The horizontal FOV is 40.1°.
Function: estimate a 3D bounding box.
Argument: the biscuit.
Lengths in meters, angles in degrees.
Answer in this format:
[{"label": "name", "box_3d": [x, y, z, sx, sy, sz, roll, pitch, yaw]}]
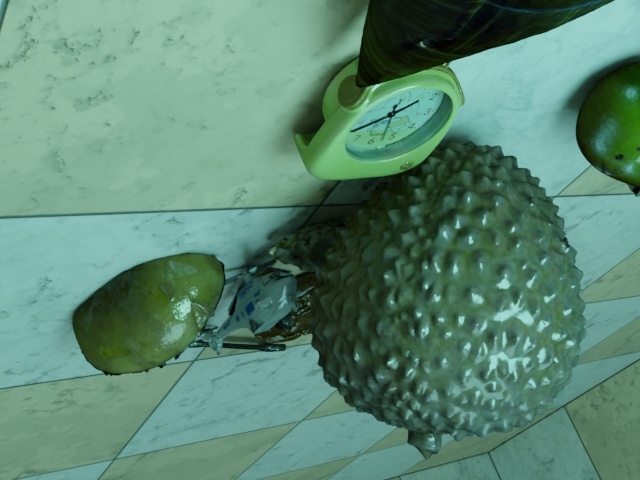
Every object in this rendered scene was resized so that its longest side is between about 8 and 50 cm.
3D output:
[{"label": "biscuit", "box_3d": [-0.021, 0.116, 1.513, 0.226, 0.042, 0.226, -19, 154, -9]}]

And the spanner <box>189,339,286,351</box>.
[{"label": "spanner", "box_3d": [-0.155, 0.187, 1.560, 0.054, 0.015, 0.254, -8, 168, 38]}]

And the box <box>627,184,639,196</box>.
[{"label": "box", "box_3d": [0.604, -0.198, 1.341, 0.198, 0.084, 0.310, -16, 155, -13]}]

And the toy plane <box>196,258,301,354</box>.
[{"label": "toy plane", "box_3d": [-0.123, 0.118, 1.352, 0.273, 0.107, 0.182, -38, 161, 28]}]

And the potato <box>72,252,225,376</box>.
[{"label": "potato", "box_3d": [-0.256, 0.111, 1.226, 0.261, 0.120, 0.100, -29, 148, 13]}]

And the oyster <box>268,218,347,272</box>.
[{"label": "oyster", "box_3d": [0.002, 0.002, 1.287, 0.148, 0.051, 0.103, 18, 130, -40]}]

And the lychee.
[{"label": "lychee", "box_3d": [0.171, 0.079, 1.187, 0.381, 0.432, 0.380, 7, 179, 0]}]

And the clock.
[{"label": "clock", "box_3d": [0.082, -0.161, 1.005, 0.170, 0.069, 0.232, -6, 150, -31]}]

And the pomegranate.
[{"label": "pomegranate", "box_3d": [0.450, -0.141, 1.182, 0.180, 0.209, 0.180, -21, 142, -18]}]

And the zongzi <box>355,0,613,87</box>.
[{"label": "zongzi", "box_3d": [0.232, -0.285, 0.768, 0.403, 0.207, 0.432, -23, 170, -15]}]
